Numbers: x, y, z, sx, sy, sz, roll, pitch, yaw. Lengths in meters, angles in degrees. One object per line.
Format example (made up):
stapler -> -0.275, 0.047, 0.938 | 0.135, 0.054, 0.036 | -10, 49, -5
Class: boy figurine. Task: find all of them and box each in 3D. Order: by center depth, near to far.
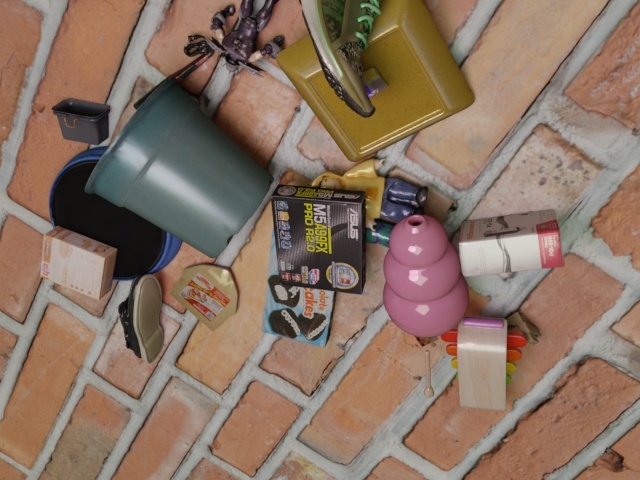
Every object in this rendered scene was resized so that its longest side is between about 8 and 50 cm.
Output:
boy figurine -> 0.112, -0.118, 1.509 | 0.285, 0.092, 0.177 | 14, 96, 5

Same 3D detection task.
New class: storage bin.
storage bin -> -0.621, -0.303, 1.640 | 0.135, 0.098, 0.091 | 11, 126, 11

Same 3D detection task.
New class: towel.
towel -> 0.093, -0.321, 1.311 | 0.083, 0.009, 0.060 | -25, 127, 24

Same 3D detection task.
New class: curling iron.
curling iron -> -0.366, -0.410, 1.549 | 0.274, 0.035, 0.068 | -35, 96, 25

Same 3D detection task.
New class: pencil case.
pencil case -> 0.137, -0.018, 1.567 | 0.152, 0.064, 0.070 | 16, 153, 9

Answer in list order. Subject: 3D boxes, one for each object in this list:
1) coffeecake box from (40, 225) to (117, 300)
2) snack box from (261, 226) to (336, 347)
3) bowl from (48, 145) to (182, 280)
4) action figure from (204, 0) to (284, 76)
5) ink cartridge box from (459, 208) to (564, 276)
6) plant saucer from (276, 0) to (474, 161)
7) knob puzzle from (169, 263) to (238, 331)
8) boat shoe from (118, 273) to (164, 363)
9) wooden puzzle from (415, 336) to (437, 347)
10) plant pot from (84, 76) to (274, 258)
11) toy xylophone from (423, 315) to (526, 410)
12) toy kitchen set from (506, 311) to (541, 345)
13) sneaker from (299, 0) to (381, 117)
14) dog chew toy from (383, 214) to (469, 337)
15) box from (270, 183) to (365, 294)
coffeecake box -> -0.670, 0.062, 1.738 | 0.186, 0.068, 0.142 | 21, 117, 6
snack box -> -0.049, 0.122, 1.683 | 0.187, 0.060, 0.321 | 12, 116, 10
bowl -> -0.571, -0.063, 1.737 | 0.392, 0.077, 0.390 | 6, 115, 13
action figure -> -0.152, -0.497, 1.422 | 0.185, 0.099, 0.285 | 28, 122, -6
ink cartridge box -> 0.434, 0.005, 1.442 | 0.218, 0.158, 0.092 | -9, 107, 19
plant saucer -> 0.122, -0.331, 1.361 | 0.333, 0.081, 0.333 | -24, 126, 24
knob puzzle -> -0.311, 0.141, 1.782 | 0.213, 0.030, 0.213 | 6, 115, 14
boat shoe -> -0.528, 0.215, 1.812 | 0.113, 0.127, 0.340 | 21, 138, 15
wooden puzzle -> 0.279, 0.255, 1.682 | 0.049, 0.006, 0.083 | -31, 102, 25
plant pot -> -0.316, -0.151, 1.506 | 0.334, 0.341, 0.341 | 37, 118, -12
toy xylophone -> 0.382, 0.323, 1.594 | 0.237, 0.081, 0.322 | 8, 131, 12
toy kitchen set -> 0.503, 0.238, 1.582 | 0.068, 0.083, 0.075 | 21, 128, -42
sneaker -> 0.058, -0.442, 1.198 | 0.182, 0.158, 0.410 | -18, 91, 6
dog chew toy -> 0.239, 0.075, 1.468 | 0.207, 0.206, 0.331 | -1, 134, 16
box -> 0.000, 0.000, 1.519 | 0.217, 0.060, 0.269 | 7, 126, 13
